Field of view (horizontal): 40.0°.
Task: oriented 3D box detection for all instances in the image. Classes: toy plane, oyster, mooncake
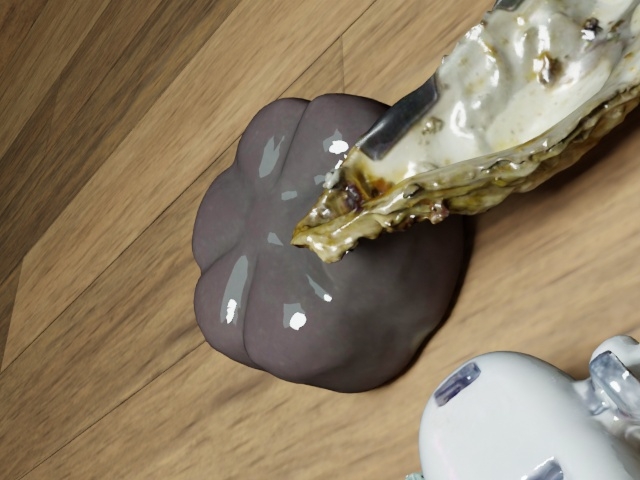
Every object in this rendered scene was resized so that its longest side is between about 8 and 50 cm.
[{"bbox_3d":[0.125,0.146,0.413,0.245,0.117,0.244,-31,36,26],"label":"toy plane"},{"bbox_3d":[0.123,-0.097,0.540,0.345,0.078,0.128,-40,54,7],"label":"oyster"},{"bbox_3d":[0.000,0.000,0.690,0.245,0.133,0.244,-23,57,42],"label":"mooncake"}]

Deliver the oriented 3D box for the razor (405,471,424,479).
[{"bbox_3d":[0.080,0.229,0.512,0.084,0.036,0.211,-28,37,16],"label":"razor"}]
